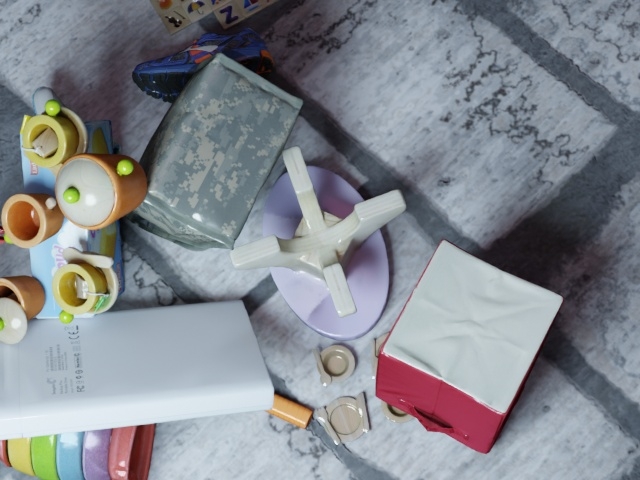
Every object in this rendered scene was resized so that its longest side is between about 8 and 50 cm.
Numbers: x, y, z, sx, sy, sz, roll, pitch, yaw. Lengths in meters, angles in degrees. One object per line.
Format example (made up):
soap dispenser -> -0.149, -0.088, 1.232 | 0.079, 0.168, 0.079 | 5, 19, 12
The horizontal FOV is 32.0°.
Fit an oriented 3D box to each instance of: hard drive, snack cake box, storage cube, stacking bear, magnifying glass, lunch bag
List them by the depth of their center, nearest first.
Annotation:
storage cube -> 0.196, 0.148, 1.507 | 0.184, 0.193, 0.215 | 27, 68, 13
hard drive -> -0.260, 0.168, 1.513 | 0.353, 0.047, 0.233 | -5, 29, -13
stacking bear -> -0.385, 0.261, 1.543 | 0.289, 0.175, 0.164 | 6, 59, 2
snack cake box -> -0.351, -0.034, 1.595 | 0.089, 0.152, 0.264 | -1, 101, 5
lunch bag -> -0.170, -0.115, 1.610 | 0.169, 0.287, 0.235 | 29, 80, -18
magnifying glass -> -0.120, 0.213, 1.617 | 0.231, 0.026, 0.092 | 23, 76, 11

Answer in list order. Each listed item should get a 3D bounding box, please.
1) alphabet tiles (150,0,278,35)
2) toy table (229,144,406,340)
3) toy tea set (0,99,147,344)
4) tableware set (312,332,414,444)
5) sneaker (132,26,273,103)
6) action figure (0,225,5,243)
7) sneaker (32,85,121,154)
alphabet tiles -> -0.170, -0.439, 1.833 | 0.237, 0.009, 0.198 | -30, 73, -4
toy table -> 0.000, 0.000, 1.602 | 0.252, 0.161, 0.274 | -31, 73, -4
toy tea set -> -0.352, -0.001, 1.438 | 0.200, 0.124, 0.336 | 25, 110, 18
tableware set -> 0.069, 0.208, 1.602 | 0.169, 0.020, 0.141 | -15, 72, 1
sneaker -> -0.187, -0.279, 1.757 | 0.221, 0.083, 0.087 | -10, 59, -3
action figure -> -0.457, 0.128, 1.623 | 0.139, 0.091, 0.280 | 11, 102, -13
sneaker -> -0.364, -0.147, 1.723 | 0.092, 0.087, 0.228 | -33, 82, -3
